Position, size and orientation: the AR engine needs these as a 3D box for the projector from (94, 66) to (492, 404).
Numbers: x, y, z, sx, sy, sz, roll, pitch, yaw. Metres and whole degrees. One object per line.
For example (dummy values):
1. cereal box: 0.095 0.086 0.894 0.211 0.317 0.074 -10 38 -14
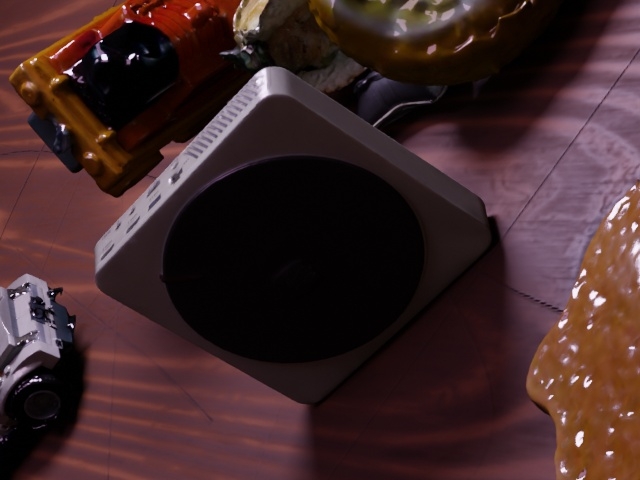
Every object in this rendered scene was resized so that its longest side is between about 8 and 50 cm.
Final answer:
1. projector: -0.025 -0.001 1.627 0.257 0.259 0.079 -44 31 25

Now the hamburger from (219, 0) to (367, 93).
1. hamburger: 0.036 -0.273 1.895 0.309 0.132 0.211 -46 14 10

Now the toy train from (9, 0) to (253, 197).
1. toy train: -0.162 -0.201 2.001 0.231 0.163 0.369 -42 0 40

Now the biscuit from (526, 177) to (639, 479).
1. biscuit: 0.300 0.048 1.275 0.385 0.062 0.365 -51 27 15

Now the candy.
1. candy: 0.105 -0.269 1.706 0.260 0.260 0.118 -55 -14 7

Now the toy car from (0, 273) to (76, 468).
1. toy car: -0.391 0.192 2.174 0.301 0.118 0.193 -49 33 20

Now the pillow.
1. pillow: 0.084 -0.156 1.817 0.136 0.055 0.091 -23 20 44

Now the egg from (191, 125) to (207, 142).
1. egg: -0.112 -0.088 2.042 0.083 0.071 0.071 125 157 -47
